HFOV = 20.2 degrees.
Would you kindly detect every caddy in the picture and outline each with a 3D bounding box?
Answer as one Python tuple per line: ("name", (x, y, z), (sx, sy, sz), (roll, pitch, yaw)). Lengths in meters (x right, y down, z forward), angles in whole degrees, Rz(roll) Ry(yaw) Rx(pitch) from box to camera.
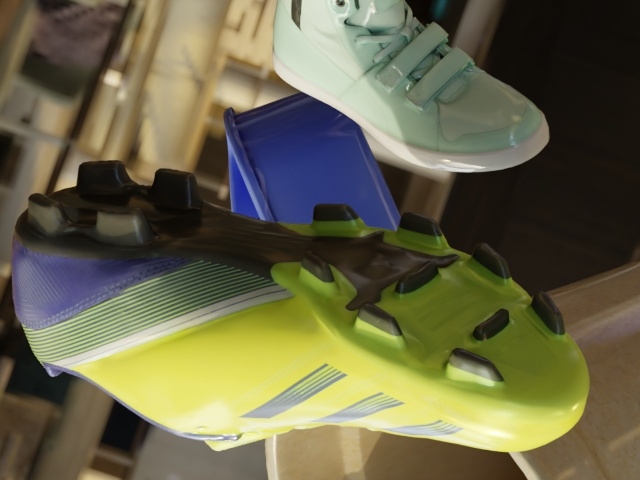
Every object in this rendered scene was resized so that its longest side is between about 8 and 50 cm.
("caddy", (0.000, 0.000, 1.899), (0.241, 0.179, 0.341), (59, 7, -74))

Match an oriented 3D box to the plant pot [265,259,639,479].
("plant pot", (0.180, 0.164, 1.298), (0.305, 0.334, 0.334), (-25, 152, -34))

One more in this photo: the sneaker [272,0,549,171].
("sneaker", (0.064, -0.155, 1.407), (0.094, 0.256, 0.151), (-47, 151, -33))

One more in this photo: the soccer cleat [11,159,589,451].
("soccer cleat", (-0.014, 0.048, 0.798), (0.093, 0.289, 0.121), (-36, 134, -49))
